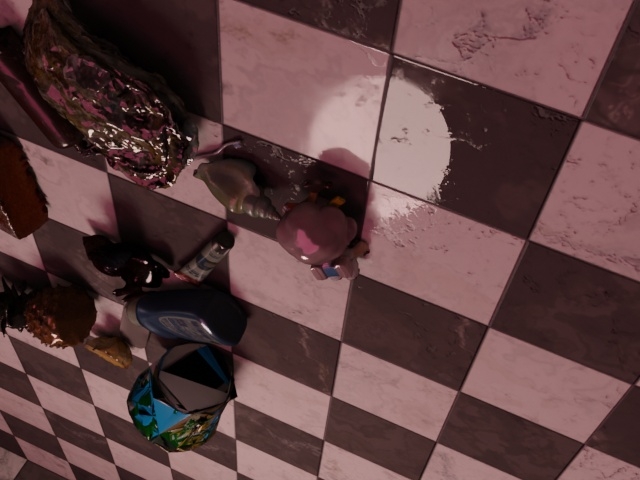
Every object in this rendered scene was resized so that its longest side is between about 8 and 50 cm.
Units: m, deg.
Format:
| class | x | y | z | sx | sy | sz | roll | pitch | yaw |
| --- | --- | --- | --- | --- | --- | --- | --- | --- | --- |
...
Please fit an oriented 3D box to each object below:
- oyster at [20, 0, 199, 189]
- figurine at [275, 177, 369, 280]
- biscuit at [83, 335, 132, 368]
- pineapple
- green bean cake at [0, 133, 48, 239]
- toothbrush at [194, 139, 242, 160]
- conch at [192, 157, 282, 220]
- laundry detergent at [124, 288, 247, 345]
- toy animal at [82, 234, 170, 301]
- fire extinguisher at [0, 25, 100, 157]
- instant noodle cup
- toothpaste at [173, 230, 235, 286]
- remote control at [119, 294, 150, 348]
| class | x | y | z | sx | sy | sz | roll | pitch | yaw |
| --- | --- | --- | --- | --- | --- | --- | --- | --- | --- |
| oyster | -0.321 | -0.229 | 1.278 | 0.162 | 0.158 | 0.351 | -36 | 108 | 8 |
| figurine | 0.000 | 0.000 | 1.358 | 0.137 | 0.112 | 0.229 | 2 | 148 | 26 |
| biscuit | -0.524 | 0.273 | 2.116 | 0.118 | 0.061 | 0.183 | 36 | 160 | -23 |
| pineapple | -0.703 | 0.175 | 2.046 | 0.364 | 0.166 | 0.166 | 2 | 138 | 36 |
| green bean cake | -0.650 | -0.126 | 1.669 | 0.198 | 0.097 | 0.233 | 27 | 146 | 6 |
| toothbrush | -0.172 | -0.145 | 1.374 | 0.131 | 0.011 | 0.013 | -10 | 109 | 44 |
| conch | -0.133 | -0.082 | 1.379 | 0.180 | 0.065 | 0.088 | 30 | 148 | 9 |
| laundry detergent | -0.299 | 0.157 | 1.795 | 0.289 | 0.094 | 0.143 | 2 | 150 | 39 |
| toy animal | -0.401 | 0.038 | 1.731 | 0.179 | 0.116 | 0.218 | 48 | -179 | 19 |
| fire extinguisher | -0.455 | -0.236 | 1.416 | 0.089 | 0.072 | 0.268 | -27 | 125 | 9 |
| instant noodle cup | -0.311 | 0.350 | 1.949 | 0.240 | 0.240 | 0.178 | 32 | 139 | -4 |
| toothpaste | -0.223 | 0.040 | 1.630 | 0.062 | 0.039 | 0.239 | 30 | 149 | -14 |
| remote control | -0.433 | 0.195 | 1.996 | 0.077 | 0.022 | 0.245 | 30 | 146 | 1 |
